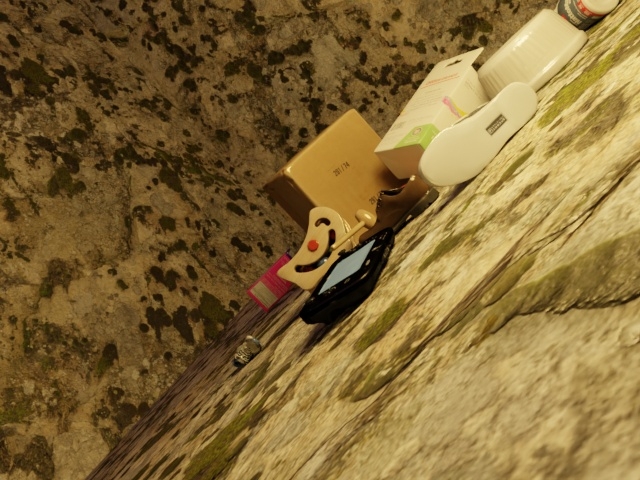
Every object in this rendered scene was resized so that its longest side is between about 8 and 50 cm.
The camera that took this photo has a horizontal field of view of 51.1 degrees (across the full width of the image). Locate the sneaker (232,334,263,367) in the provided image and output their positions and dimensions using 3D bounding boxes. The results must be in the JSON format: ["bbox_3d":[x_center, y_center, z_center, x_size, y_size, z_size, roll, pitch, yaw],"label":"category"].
[{"bbox_3d":[-0.190,0.293,1.726,0.058,0.052,0.135,-60,5,-39],"label":"sneaker"}]

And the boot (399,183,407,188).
[{"bbox_3d":[0.222,-0.119,1.705,0.085,0.059,0.158,-37,5,25],"label":"boot"}]

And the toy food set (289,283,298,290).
[{"bbox_3d":[-0.076,0.145,2.334,0.083,0.020,0.082,-42,4,47],"label":"toy food set"}]

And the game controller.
[{"bbox_3d":[0.061,0.061,1.312,0.166,0.067,0.319,-43,4,23],"label":"game controller"}]

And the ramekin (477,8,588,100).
[{"bbox_3d":[0.510,-0.448,1.659,0.273,0.127,0.273,-45,3,3],"label":"ramekin"}]

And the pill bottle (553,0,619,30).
[{"bbox_3d":[0.677,-0.604,1.739,0.108,0.108,0.180,-45,3,-12],"label":"pill bottle"}]

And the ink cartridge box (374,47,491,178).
[{"bbox_3d":[0.324,-0.340,1.808,0.353,0.119,0.207,-55,24,-18],"label":"ink cartridge box"}]

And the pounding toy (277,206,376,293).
[{"bbox_3d":[0.000,0.000,1.626,0.269,0.154,0.155,-45,-25,4],"label":"pounding toy"}]

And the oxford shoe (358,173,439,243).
[{"bbox_3d":[0.156,-0.067,1.510,0.227,0.096,0.083,-45,5,27],"label":"oxford shoe"}]

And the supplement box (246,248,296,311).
[{"bbox_3d":[-0.162,0.150,2.541,0.220,0.114,0.111,-43,4,6],"label":"supplement box"}]

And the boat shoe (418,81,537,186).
[{"bbox_3d":[0.301,-0.203,1.335,0.301,0.108,0.102,-43,3,-17],"label":"boat shoe"}]

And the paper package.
[{"bbox_3d":[0.061,-0.159,1.934,0.325,0.309,0.168,-47,8,-29],"label":"paper package"}]
